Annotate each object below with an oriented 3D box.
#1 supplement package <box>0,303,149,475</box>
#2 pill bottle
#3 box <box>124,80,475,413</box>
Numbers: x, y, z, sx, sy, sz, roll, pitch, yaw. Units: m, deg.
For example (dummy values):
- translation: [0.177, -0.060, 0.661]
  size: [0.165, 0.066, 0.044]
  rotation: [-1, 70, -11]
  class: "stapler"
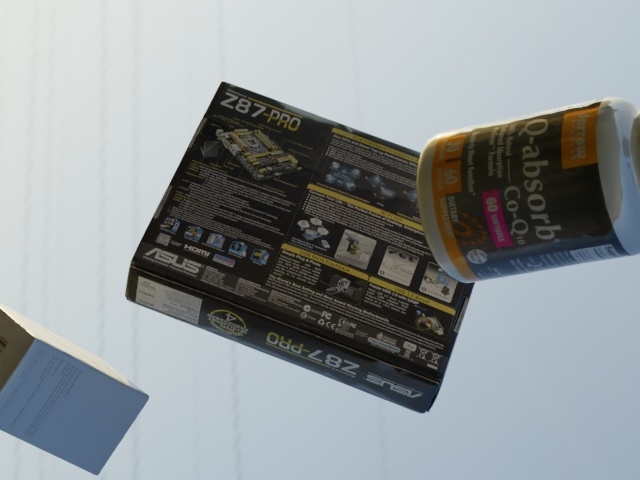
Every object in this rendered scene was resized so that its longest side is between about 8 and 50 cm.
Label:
- translation: [-0.292, 0.158, 1.695]
  size: [0.105, 0.179, 0.105]
  rotation: [30, -95, 46]
  class: "supplement package"
- translation: [0.249, -0.055, 1.584]
  size: [0.278, 0.162, 0.162]
  rotation: [-11, -119, 26]
  class: "pill bottle"
- translation: [0.000, 0.000, 1.953]
  size: [0.097, 0.394, 0.318]
  rotation: [106, 5, -56]
  class: "box"
